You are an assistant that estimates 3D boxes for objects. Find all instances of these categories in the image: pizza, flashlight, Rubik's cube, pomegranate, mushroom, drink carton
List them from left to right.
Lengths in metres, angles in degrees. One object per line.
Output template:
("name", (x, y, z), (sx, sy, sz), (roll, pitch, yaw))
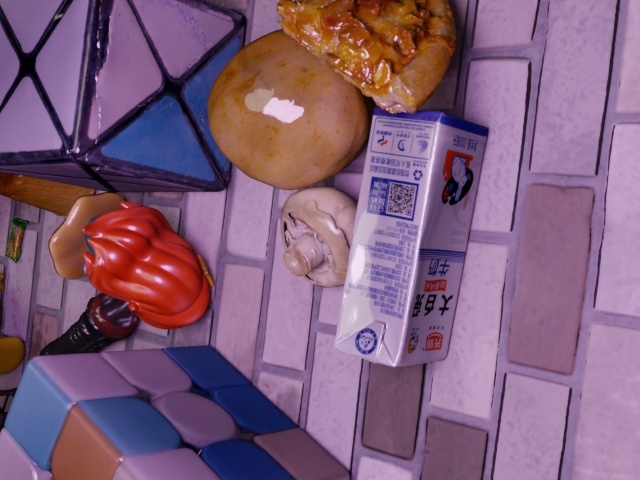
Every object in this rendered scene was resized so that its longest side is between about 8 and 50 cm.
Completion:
("flashlight", (-0.415, 0.173, 1.527), (0.232, 0.093, 0.093), (-36, 66, 37))
("Rubik's cube", (-0.321, -0.240, 1.347), (0.310, 0.305, 0.306), (4, 87, 40))
("Rubik's cube", (-0.234, 0.380, 1.202), (0.347, 0.347, 0.344), (36, 110, 33))
("pomegranate", (-0.038, -0.179, 1.175), (0.233, 0.233, 0.233), (-3, 85, 38))
("mushroom", (0.000, 0.000, 1.185), (0.154, 0.122, 0.154), (33, 142, 30))
("pizza", (0.058, -0.285, 1.089), (0.086, 0.226, 0.335), (100, 170, -51))
("drink carton", (0.114, -0.003, 1.094), (0.107, 0.131, 0.314), (13, 96, 38))

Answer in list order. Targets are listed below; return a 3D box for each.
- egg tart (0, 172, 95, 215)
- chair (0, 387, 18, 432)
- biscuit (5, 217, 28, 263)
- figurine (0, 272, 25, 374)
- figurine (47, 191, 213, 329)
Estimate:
("egg tart", (-0.518, -0.145, 1.584), (0.203, 0.147, 0.202), (-1, 88, 40))
("chair", (-0.640, 0.339, 1.595), (0.106, 0.229, 0.113), (24, 99, 37))
("biscuit", (-0.610, -0.002, 1.727), (0.046, 0.016, 0.089), (18, 98, 37))
("figurine", (-0.691, 0.177, 1.664), (0.215, 0.215, 0.228), (-53, 57, 23))
("figurine", (-0.305, 0.028, 1.377), (0.257, 0.181, 0.208), (22, 123, 37))
